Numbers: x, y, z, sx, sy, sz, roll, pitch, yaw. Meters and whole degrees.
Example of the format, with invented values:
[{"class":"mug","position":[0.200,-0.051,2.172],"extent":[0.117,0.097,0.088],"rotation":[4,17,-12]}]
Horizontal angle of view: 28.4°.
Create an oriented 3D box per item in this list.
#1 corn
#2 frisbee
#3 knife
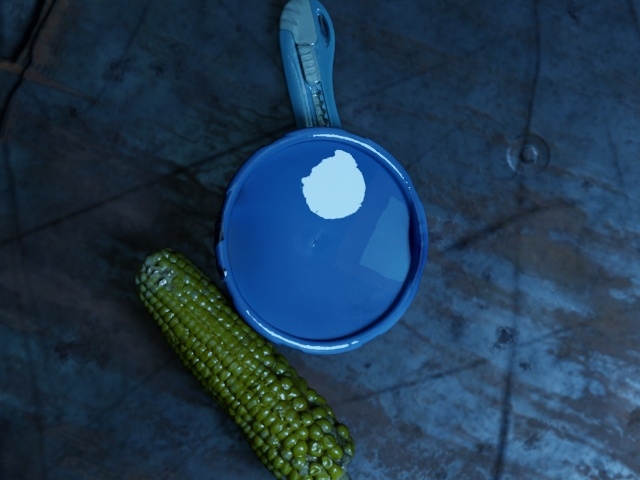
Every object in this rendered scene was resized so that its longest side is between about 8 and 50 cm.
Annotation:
[{"class":"corn","position":[-0.080,0.140,1.329],"extent":[0.097,0.097,0.320],"rotation":[-41,84,-4]},{"class":"frisbee","position":[0.000,0.000,1.349],"extent":[0.242,0.045,0.242],"rotation":[0,91,-21]},{"class":"knife","position":[-0.003,-0.162,1.389],"extent":[0.064,0.031,0.222],"rotation":[-11,85,-6]}]
